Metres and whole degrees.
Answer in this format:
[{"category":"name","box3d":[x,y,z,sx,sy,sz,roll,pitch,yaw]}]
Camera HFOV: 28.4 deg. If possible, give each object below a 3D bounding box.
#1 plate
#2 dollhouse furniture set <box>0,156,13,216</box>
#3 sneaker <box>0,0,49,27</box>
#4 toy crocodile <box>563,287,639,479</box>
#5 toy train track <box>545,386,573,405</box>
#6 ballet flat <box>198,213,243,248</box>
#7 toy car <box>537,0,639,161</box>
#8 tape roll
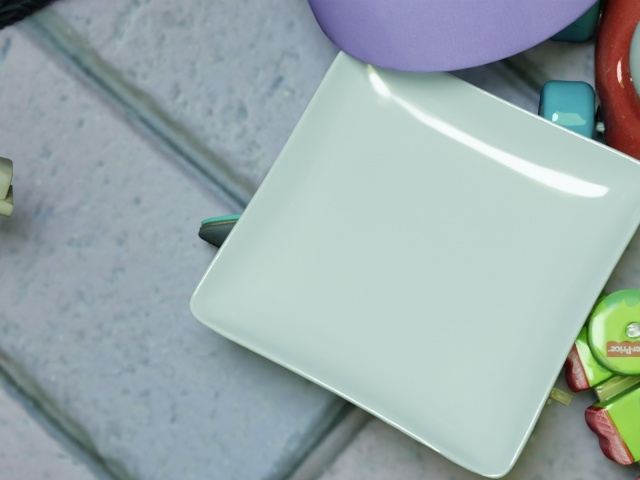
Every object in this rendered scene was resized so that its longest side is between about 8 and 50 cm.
[{"category":"plate","box3d":[0.081,0.007,0.993,0.277,0.045,0.278,27,75,12]},{"category":"dollhouse furniture set","box3d":[-0.451,-0.073,1.076,0.355,0.303,0.174,14,110,-18]},{"category":"sneaker","box3d":[-0.240,-0.286,1.102,0.319,0.112,0.131,-24,83,-1]},{"category":"toy crocodile","box3d":[0.260,0.147,1.002,0.105,0.115,0.340,-30,79,0]},{"category":"toy train track","box3d":[0.181,0.140,1.058,0.048,0.014,0.083,26,84,7]},{"category":"ballet flat","box3d":[0.000,0.000,1.065,0.203,0.074,0.074,-10,81,0]},{"category":"toy car","box3d":[0.293,-0.157,0.983,0.219,0.238,0.210,5,82,4]},{"category":"tape roll","box3d":[0.108,-0.264,1.020,0.275,0.090,0.275,-13,49,15]}]
